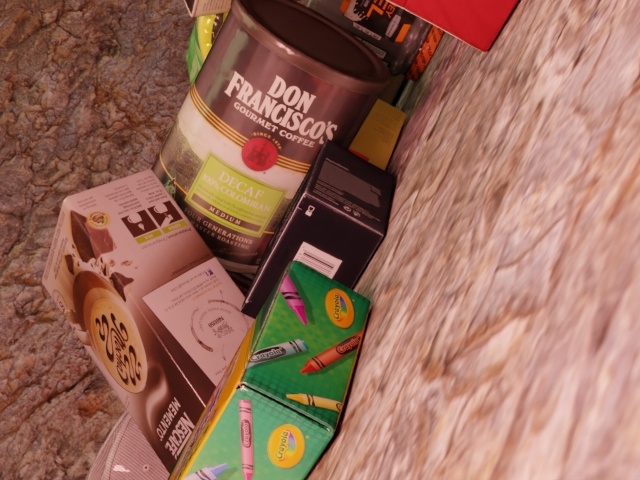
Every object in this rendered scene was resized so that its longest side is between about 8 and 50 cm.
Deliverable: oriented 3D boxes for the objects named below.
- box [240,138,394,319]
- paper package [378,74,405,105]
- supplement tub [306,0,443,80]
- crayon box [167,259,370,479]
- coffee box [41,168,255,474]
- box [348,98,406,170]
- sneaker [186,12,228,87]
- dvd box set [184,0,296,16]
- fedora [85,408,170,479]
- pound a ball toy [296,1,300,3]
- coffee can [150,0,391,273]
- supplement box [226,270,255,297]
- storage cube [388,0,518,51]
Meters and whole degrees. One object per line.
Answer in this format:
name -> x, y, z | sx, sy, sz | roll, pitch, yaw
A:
box -> 0.000, 0.000, 1.015 | 0.156, 0.093, 0.158 | -60, 6, 27
paper package -> 0.005, -0.198, 1.654 | 0.325, 0.168, 0.309 | -63, 3, -2
supplement tub -> 0.076, -0.315, 1.382 | 0.117, 0.190, 0.117 | -62, 5, 10
crayon box -> -0.064, 0.173, 0.802 | 0.278, 0.081, 0.165 | -59, 5, 33
coffee box -> -0.172, 0.094, 1.049 | 0.119, 0.297, 0.168 | -25, -22, -37
box -> 0.041, -0.076, 1.211 | 0.087, 0.058, 0.232 | -55, 9, 52
sneaker -> -0.123, -0.198, 1.276 | 0.123, 0.109, 0.296 | -110, 24, -55
dvd box set -> 0.061, -0.401, 1.089 | 0.420, 0.062, 0.307 | -16, -20, -22
fedora -> -0.212, 0.293, 1.152 | 0.243, 0.124, 0.275 | -37, 34, 60
pound a ball toy -> -0.064, -0.175, 1.397 | 0.208, 0.135, 0.319 | 150, 102, -80
coffee can -> -0.070, -0.127, 1.136 | 0.275, 0.201, 0.201 | -59, 6, 25
supplement box -> -0.094, 0.065, 1.469 | 0.073, 0.130, 0.239 | -64, 6, -26
storage cube -> 0.132, -0.328, 0.889 | 0.193, 0.183, 0.215 | -61, 5, 36
